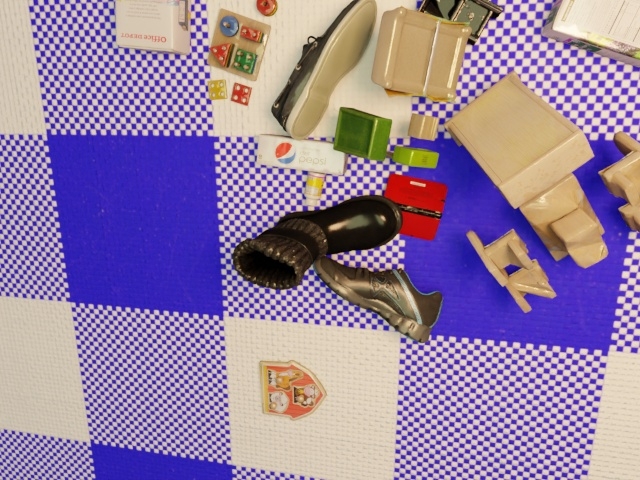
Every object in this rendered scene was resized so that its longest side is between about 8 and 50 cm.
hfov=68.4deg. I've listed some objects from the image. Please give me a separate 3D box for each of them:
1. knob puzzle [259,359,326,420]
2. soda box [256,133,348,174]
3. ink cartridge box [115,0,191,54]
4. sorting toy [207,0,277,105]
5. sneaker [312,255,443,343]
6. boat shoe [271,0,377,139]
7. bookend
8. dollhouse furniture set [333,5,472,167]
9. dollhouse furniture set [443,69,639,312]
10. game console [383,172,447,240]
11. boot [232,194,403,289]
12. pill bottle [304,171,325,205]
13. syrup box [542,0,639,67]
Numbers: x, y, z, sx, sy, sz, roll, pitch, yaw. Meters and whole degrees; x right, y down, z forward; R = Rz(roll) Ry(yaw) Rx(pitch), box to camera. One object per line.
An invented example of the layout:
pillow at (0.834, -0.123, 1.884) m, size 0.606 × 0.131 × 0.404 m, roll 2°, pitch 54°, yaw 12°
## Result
knob puzzle at (-0.080, 0.433, 1.340) m, size 0.213 × 0.030 × 0.213 m, roll 3°, pitch 105°, yaw 11°
soda box at (-0.042, -0.211, 1.144) m, size 0.216 × 0.069 × 0.074 m, roll 9°, pitch 105°, yaw 9°
ink cartridge box at (-0.396, -0.561, 1.117) m, size 0.154 × 0.093 × 0.213 m, roll 9°, pitch 105°, yaw 11°
sorting toy at (-0.205, -0.460, 1.126) m, size 0.132 × 0.046 × 0.275 m, roll 22°, pitch 108°, yaw 6°
sneaker at (0.142, 0.117, 1.181) m, size 0.340 × 0.125 × 0.140 m, roll 30°, pitch 88°, yaw 1°
boat shoe at (-0.002, -0.400, 1.064) m, size 0.113 × 0.127 × 0.340 m, roll 40°, pitch 110°, yaw 27°
bookend at (0.275, -0.452, 1.010) m, size 0.156 × 0.072 × 0.157 m, roll 31°, pitch 109°, yaw 3°
dollhouse furniture set at (0.169, -0.322, 1.010) m, size 0.197 × 0.151 × 0.302 m, roll 0°, pitch 110°, yaw -28°
dollhouse furniture set at (0.462, -0.112, 0.987) m, size 0.362 × 0.257 × 0.394 m, roll -37°, pitch 128°, yaw 19°
game console at (0.223, -0.082, 1.149) m, size 0.143 × 0.085 × 0.124 m, roll 13°, pitch 76°, yaw 8°
boot at (0.000, 0.004, 1.068) m, size 0.347 × 0.260 × 0.131 m, roll -11°, pitch 103°, yaw 23°
pill bottle at (-0.016, -0.130, 1.172) m, size 0.043 × 0.043 × 0.083 m, roll 15°, pitch 107°, yaw 8°
syrup box at (0.583, -0.425, 0.939) m, size 0.236 × 0.093 × 0.096 m, roll 21°, pitch 108°, yaw 6°
